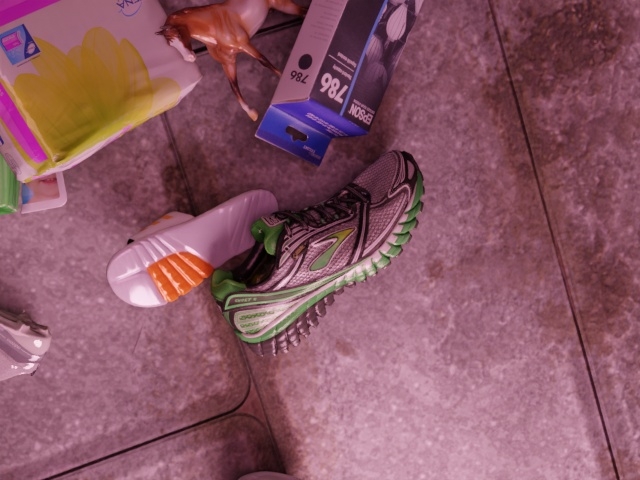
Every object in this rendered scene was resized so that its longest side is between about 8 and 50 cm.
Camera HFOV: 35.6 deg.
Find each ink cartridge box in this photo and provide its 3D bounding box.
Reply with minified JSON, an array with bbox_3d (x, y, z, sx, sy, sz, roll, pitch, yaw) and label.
[{"bbox_3d":[0.041,-0.261,1.332,0.165,0.065,0.333,18,96,-56],"label":"ink cartridge box"}]

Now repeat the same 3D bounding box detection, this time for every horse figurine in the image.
[{"bbox_3d":[-0.077,-0.290,1.330,0.174,0.066,0.263,47,70,-14],"label":"horse figurine"}]

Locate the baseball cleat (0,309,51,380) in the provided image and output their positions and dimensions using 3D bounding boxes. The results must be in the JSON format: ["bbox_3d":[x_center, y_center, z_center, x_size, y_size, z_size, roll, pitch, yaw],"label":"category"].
[{"bbox_3d":[-0.465,0.121,1.316,0.205,0.072,0.109,26,98,-10],"label":"baseball cleat"}]

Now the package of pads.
[{"bbox_3d":[-0.299,-0.225,1.215,0.296,0.101,0.229,-44,108,-46],"label":"package of pads"}]

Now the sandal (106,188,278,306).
[{"bbox_3d":[-0.178,0.003,1.364,0.265,0.076,0.102,-28,121,-28],"label":"sandal"}]

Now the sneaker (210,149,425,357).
[{"bbox_3d":[0.000,0.000,1.348,0.343,0.134,0.146,-44,119,-4],"label":"sneaker"}]

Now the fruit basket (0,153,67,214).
[{"bbox_3d":[-0.503,-0.189,1.225,0.327,0.165,0.353,-9,95,-10],"label":"fruit basket"}]

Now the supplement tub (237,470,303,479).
[{"bbox_3d":[-0.076,0.434,1.410,0.117,0.117,0.190,7,96,-12],"label":"supplement tub"}]
